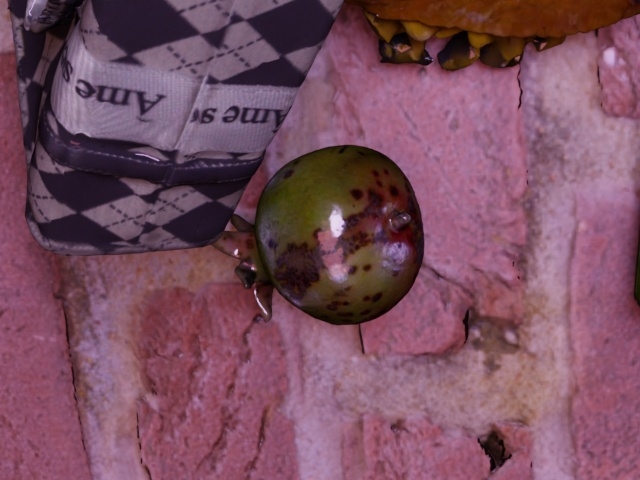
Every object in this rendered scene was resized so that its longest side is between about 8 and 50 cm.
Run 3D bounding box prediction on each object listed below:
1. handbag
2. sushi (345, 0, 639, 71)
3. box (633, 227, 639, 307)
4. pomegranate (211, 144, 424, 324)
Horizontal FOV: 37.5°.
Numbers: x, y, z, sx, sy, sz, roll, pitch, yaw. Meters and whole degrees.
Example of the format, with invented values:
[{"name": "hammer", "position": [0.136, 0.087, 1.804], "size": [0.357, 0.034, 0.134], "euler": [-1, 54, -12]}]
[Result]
[{"name": "handbag", "position": [-0.091, -0.237, 0.557], "size": [0.180, 0.316, 0.416], "euler": [2, 138, -30]}, {"name": "sushi", "position": [0.092, -0.221, 0.655], "size": [0.296, 0.179, 0.167], "euler": [-1, 84, -6]}, {"name": "box", "position": [0.308, -0.112, 0.672], "size": [0.134, 0.097, 0.345], "euler": [2, 107, 6]}, {"name": "pomegranate", "position": [0.000, 0.003, 0.746], "size": [0.169, 0.148, 0.148], "euler": [-32, 100, 25]}]
